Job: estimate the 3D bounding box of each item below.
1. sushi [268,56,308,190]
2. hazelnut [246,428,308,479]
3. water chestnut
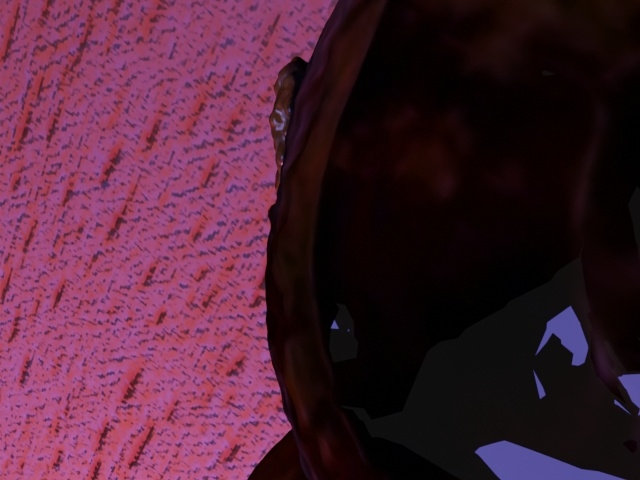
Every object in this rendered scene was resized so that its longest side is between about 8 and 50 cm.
[{"bbox_3d":[0.000,0.000,0.729,0.043,0.192,0.279,-2,131,4],"label":"sushi"},{"bbox_3d":[0.030,0.127,0.563,0.143,0.143,0.154,-22,89,58],"label":"hazelnut"},{"bbox_3d":[0.160,0.000,0.420,0.350,0.302,0.350,-6,81,40],"label":"water chestnut"}]
